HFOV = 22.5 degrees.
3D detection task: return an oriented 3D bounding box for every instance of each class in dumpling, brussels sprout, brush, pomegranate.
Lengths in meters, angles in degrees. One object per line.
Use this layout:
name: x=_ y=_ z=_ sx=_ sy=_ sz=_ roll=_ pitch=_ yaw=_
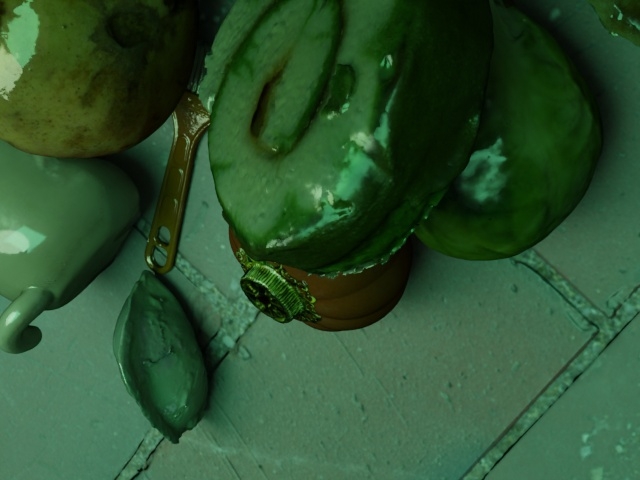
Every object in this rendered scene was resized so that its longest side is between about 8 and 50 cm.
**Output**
dumpling: x=-0.197 y=0.144 z=1.972 sx=0.104 sy=0.149 sz=0.217 roll=-15 pitch=92 yaw=-10
brussels sprout: x=0.170 y=-0.119 z=1.645 sx=0.219 sy=0.210 sz=0.271 roll=-4 pitch=107 yaw=53
brush: x=-0.169 y=-0.095 z=1.952 sx=0.090 sy=0.017 sz=0.314 roll=26 pitch=117 yaw=23
pomegranate: x=-0.282 y=-0.252 z=1.796 sx=0.322 sy=0.322 sz=0.322 roll=9 pitch=109 yaw=26

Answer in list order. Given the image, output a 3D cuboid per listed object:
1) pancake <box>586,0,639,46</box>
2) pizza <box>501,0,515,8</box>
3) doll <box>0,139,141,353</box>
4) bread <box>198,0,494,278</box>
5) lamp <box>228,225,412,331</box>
pancake: x=0.389 y=-0.324 z=1.546 sx=0.356 sy=0.065 sz=0.356 roll=8 pitch=109 yaw=23
pizza: x=0.191 y=-0.217 z=1.710 sx=0.078 sy=0.025 sz=0.083 roll=46 pitch=121 yaw=9
doll: x=-0.374 y=-0.074 z=1.962 sx=0.370 sy=0.226 sz=0.215 roll=57 pitch=153 yaw=13
bread: x=0.005 y=-0.148 z=1.579 sx=0.382 sy=0.129 sz=0.366 roll=7 pitch=77 yaw=57
lamp: x=0.000 y=0.000 z=1.784 sx=0.223 sy=0.196 sz=0.223 roll=36 pitch=158 yaw=17
